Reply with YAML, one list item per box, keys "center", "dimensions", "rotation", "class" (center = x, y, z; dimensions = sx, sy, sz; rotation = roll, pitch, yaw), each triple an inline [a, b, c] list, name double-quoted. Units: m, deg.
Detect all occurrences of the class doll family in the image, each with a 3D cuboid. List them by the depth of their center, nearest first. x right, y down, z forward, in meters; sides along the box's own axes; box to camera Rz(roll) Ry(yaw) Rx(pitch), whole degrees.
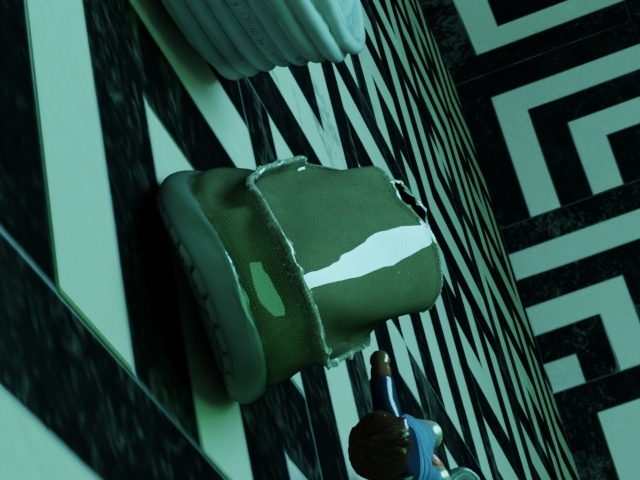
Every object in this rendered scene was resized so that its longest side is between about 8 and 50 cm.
- center: [0.037, 0.143, 0.663]
  dimensions: [0.193, 0.076, 0.111]
  rotation: [67, 12, 16]
  class: "doll family"

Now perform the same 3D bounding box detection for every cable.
- center: [-0.055, -0.199, 0.786]
  dimensions: [0.257, 0.089, 0.257]
  rotation: [14, 57, -80]
  class: "cable"

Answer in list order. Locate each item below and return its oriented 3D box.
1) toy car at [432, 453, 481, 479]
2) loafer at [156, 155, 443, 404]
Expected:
- center: [0.136, 0.211, 0.793]
  dimensions: [0.053, 0.225, 0.239]
  rotation: [-49, 131, -30]
  class: "toy car"
- center: [0.000, 0.000, 0.677]
  dimensions: [0.251, 0.087, 0.094]
  rotation: [-46, 116, -80]
  class: "loafer"
